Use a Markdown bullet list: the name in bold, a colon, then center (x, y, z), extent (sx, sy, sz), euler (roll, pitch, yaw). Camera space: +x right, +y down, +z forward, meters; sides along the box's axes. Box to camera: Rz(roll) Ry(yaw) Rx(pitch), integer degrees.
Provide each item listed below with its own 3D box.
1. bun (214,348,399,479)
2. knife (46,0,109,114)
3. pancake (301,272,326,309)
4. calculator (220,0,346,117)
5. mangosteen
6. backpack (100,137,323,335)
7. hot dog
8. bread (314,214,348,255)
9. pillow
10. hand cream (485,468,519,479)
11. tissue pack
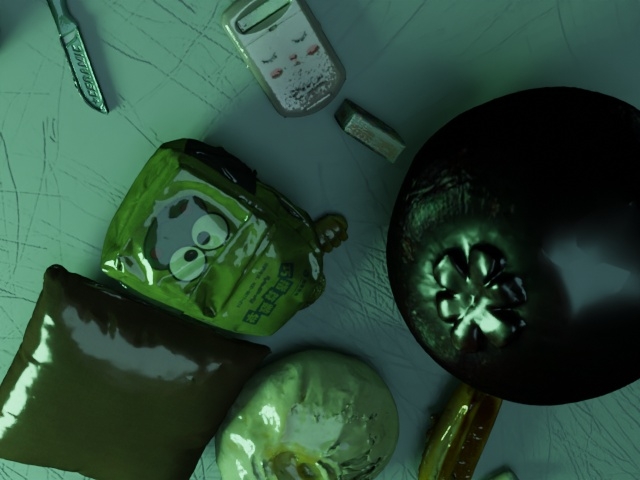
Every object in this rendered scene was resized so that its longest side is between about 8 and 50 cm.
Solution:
- **bun**: center (-0.013, 0.300, 1.074), extent (0.287, 0.146, 0.287), euler (-6, 115, -13)
- **knife**: center (-0.282, -0.237, 0.825), extent (0.028, 0.015, 0.210), euler (-18, 118, -11)
- **pancake**: center (-0.046, 0.058, 1.006), extent (0.108, 0.017, 0.108), euler (1, 129, 1)
- **calculator**: center (-0.043, -0.229, 0.875), extent (0.100, 0.032, 0.175), euler (-33, 117, 4)
- **mangosteen**: center (0.287, -0.006, 0.907), extent (0.435, 0.382, 0.382), euler (-27, 127, -45)
- **backpack**: center (-0.123, 0.004, 0.903), extent (0.253, 0.140, 0.207), euler (31, 103, -19)
- **hot dog**: center (0.213, 0.322, 1.181), extent (0.104, 0.076, 0.250), euler (-4, 121, -33)
- **bread**: center (0.000, 0.000, 0.995), extent (0.088, 0.033, 0.049), euler (-30, 124, 2)
- **pillow**: center (-0.268, 0.211, 0.989), extent (0.308, 0.108, 0.305), euler (24, 108, -18)
- **hand cream**: center (0.279, 0.442, 1.276), extent (0.143, 0.039, 0.061), euler (-31, 125, 13)
- **tissue pack**: center (0.061, -0.138, 0.927), extent (0.083, 0.063, 0.035), euler (29, 110, -22)
